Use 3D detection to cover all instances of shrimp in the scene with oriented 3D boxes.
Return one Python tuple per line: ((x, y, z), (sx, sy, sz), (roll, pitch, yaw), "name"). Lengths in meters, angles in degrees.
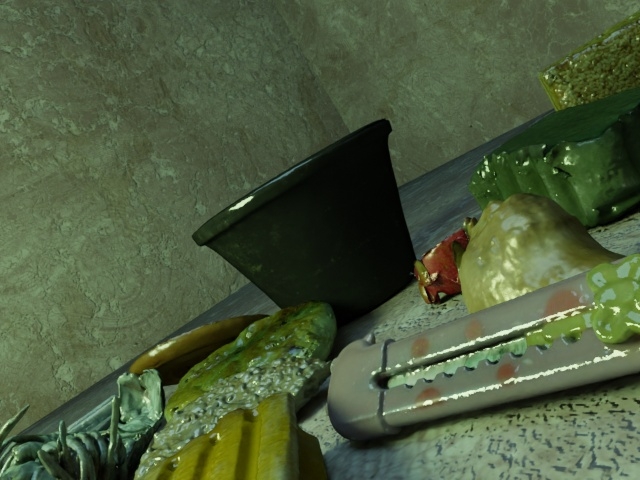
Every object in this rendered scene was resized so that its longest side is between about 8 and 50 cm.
((-0.297, 0.264, 0.734), (0.222, 0.165, 0.410), (-10, -6, 12), "shrimp")

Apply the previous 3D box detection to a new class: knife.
((0.124, 0.069, 0.389), (0.399, 0.038, 0.132), (-32, 37, 45), "knife")

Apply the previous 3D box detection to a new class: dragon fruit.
((0.170, 0.030, 0.727), (0.126, 0.068, 0.112), (-44, -20, 31), "dragon fruit")

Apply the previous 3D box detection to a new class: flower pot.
((0.000, 0.000, 1.002), (0.379, 0.251, 0.379), (-29, 5, 3), "flower pot")

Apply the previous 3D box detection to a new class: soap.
((-0.064, 0.188, 0.395), (0.140, 0.073, 0.232), (-33, 4, -2), "soap")

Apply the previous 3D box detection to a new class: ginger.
((0.179, 0.020, 0.445), (0.115, 0.122, 0.193), (-10, -2, -30), "ginger")

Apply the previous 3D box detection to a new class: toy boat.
((-0.360, 0.318, 0.994), (0.127, 0.078, 0.283), (-32, 4, -19), "toy boat")

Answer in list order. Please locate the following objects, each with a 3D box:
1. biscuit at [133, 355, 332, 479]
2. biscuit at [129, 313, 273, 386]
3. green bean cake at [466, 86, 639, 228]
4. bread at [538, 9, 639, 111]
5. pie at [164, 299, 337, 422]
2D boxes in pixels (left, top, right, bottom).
((-0.108, 0.195, 0.633), (0.133, 0.032, 0.250), (6, 34, 48), "biscuit")
((-0.187, 0.191, 1.013), (0.262, 0.037, 0.262), (-20, -20, -8), "biscuit")
((0.321, -0.097, 0.738), (0.223, 0.124, 0.227), (-30, 5, -26), "green bean cake")
((0.465, -0.229, 0.880), (0.234, 0.184, 0.110), (-29, 10, 22), "bread")
((-0.095, 0.172, 0.816), (0.277, 0.078, 0.277), (-33, 3, 2), "pie")
